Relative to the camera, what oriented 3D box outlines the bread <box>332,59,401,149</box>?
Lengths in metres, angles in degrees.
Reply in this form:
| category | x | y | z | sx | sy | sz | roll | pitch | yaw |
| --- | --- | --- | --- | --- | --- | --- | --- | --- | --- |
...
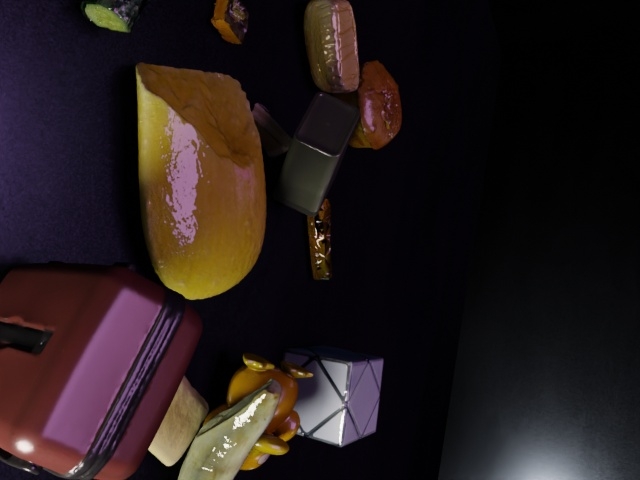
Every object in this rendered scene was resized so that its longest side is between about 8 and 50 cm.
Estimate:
| category | x | y | z | sx | sy | sz | roll | pitch | yaw |
| --- | --- | --- | --- | --- | --- | --- | --- | --- | --- |
| bread | 0.137 | -0.391 | 1.468 | 0.268 | 0.146 | 0.268 | 1 | 89 | -59 |

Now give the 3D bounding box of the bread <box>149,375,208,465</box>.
| category | x | y | z | sx | sy | sz | roll | pitch | yaw |
| --- | --- | --- | --- | --- | --- | --- | --- | --- | --- |
| bread | -0.285 | 0.307 | 0.916 | 0.139 | 0.060 | 0.178 | -57 | 140 | -38 |

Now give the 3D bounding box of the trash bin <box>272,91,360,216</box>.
| category | x | y | z | sx | sy | sz | roll | pitch | yaw |
| --- | --- | --- | --- | --- | --- | --- | --- | --- | --- |
| trash bin | -0.012 | -0.188 | 1.141 | 0.240 | 0.122 | 0.164 | 118 | -4 | -62 |

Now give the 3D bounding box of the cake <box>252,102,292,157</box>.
| category | x | y | z | sx | sy | sz | roll | pitch | yaw |
| --- | --- | --- | --- | --- | --- | --- | --- | --- | --- |
| cake | -0.123 | -0.250 | 1.153 | 0.121 | 0.065 | 0.052 | 47 | 51 | -23 |

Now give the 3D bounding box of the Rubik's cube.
| category | x | y | z | sx | sy | sz | roll | pitch | yaw |
| --- | --- | --- | --- | --- | --- | --- | --- | --- | --- |
| Rubik's cube | 0.027 | 0.392 | 1.316 | 0.205 | 0.205 | 0.207 | 18 | 79 | -59 |

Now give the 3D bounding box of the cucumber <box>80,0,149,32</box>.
| category | x | y | z | sx | sy | sz | roll | pitch | yaw |
| --- | --- | --- | --- | --- | --- | --- | --- | --- | --- |
| cucumber | -0.290 | -0.425 | 0.782 | 0.062 | 0.078 | 0.211 | 93 | 15 | -72 |

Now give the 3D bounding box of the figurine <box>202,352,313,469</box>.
| category | x | y | z | sx | sy | sz | roll | pitch | yaw |
| --- | --- | --- | --- | --- | --- | --- | --- | --- | --- |
| figurine | -0.135 | 0.363 | 1.075 | 0.215 | 0.215 | 0.228 | 46 | 44 | -52 |

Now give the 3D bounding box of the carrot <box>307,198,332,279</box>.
| category | x | y | z | sx | sy | sz | roll | pitch | yaw |
| --- | --- | --- | --- | --- | --- | --- | --- | --- | --- |
| carrot | 0.000 | 0.000 | 1.360 | 0.069 | 0.069 | 0.228 | -24 | 116 | -56 |

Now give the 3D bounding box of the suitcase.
| category | x | y | z | sx | sy | sz | roll | pitch | yaw |
| --- | --- | --- | --- | --- | --- | --- | --- | --- | --- |
| suitcase | -0.311 | 0.147 | 0.622 | 0.161 | 0.297 | 0.236 | 46 | 54 | -42 |

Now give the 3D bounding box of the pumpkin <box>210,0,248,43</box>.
| category | x | y | z | sx | sy | sz | roll | pitch | yaw |
| --- | --- | --- | --- | --- | --- | --- | --- | --- | --- |
| pumpkin | -0.176 | -0.448 | 1.013 | 0.074 | 0.054 | 0.083 | 36 | 58 | -60 |

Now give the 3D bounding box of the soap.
| category | x | y | z | sx | sy | sz | roll | pitch | yaw |
| --- | --- | --- | --- | --- | --- | --- | --- | --- | --- |
| soap | -0.208 | -0.103 | 0.942 | 0.306 | 0.115 | 0.426 | -25 | 115 | -60 |

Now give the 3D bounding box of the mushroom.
| category | x | y | z | sx | sy | sz | roll | pitch | yaw |
| --- | --- | --- | --- | --- | --- | --- | --- | --- | --- |
| mushroom | -0.183 | 0.386 | 0.943 | 0.333 | 0.107 | 0.087 | -61 | 171 | 13 |

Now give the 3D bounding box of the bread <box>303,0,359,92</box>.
| category | x | y | z | sx | sy | sz | roll | pitch | yaw |
| --- | --- | --- | --- | --- | --- | --- | --- | --- | --- |
| bread | 0.026 | -0.494 | 1.296 | 0.140 | 0.106 | 0.236 | -39 | 127 | -53 |
